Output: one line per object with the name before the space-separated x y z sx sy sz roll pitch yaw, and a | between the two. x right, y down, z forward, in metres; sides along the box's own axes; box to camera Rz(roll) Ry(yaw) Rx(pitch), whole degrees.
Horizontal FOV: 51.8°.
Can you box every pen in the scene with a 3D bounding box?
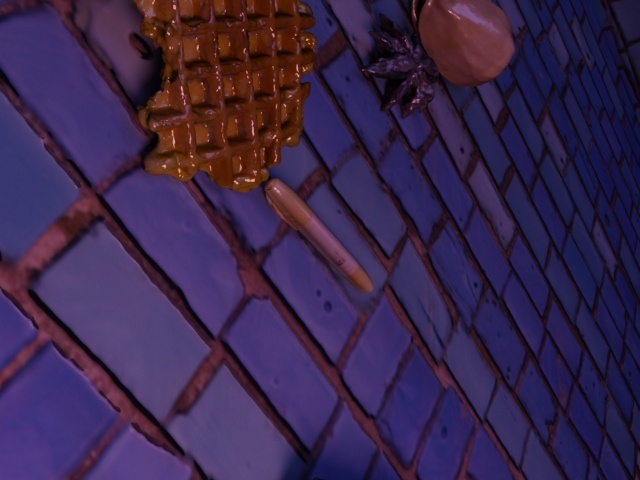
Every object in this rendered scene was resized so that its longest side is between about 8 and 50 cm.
pen | 0.000 0.000 0.861 0.233 0.040 0.032 48 47 -35

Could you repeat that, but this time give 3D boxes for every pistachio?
pistachio | 0.260 -0.385 1.217 0.229 0.157 0.157 33 54 -32

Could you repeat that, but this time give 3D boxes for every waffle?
waffle | -0.102 -0.206 0.729 0.281 0.058 0.301 12 88 -51

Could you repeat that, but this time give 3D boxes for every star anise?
star anise | 0.139 -0.294 1.096 0.204 0.061 0.181 18 64 -45

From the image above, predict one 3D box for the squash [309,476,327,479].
squash | 0.065 0.358 0.741 0.247 0.132 0.133 32 55 -39
